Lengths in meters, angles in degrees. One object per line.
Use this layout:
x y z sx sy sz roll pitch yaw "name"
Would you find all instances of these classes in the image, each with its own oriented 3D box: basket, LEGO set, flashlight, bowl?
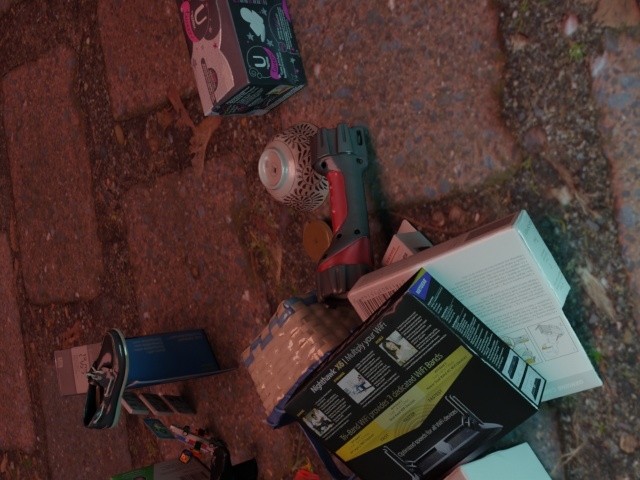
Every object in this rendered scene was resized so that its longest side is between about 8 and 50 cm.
0.023 0.236 1.542 0.255 0.201 0.289 -49 65 37 "basket"
-0.319 0.412 1.981 0.244 0.182 0.060 34 102 41 "LEGO set"
0.030 -0.042 1.522 0.103 0.103 0.304 -32 57 46 "flashlight"
-0.061 -0.133 1.684 0.170 0.080 0.170 7 100 48 "bowl"

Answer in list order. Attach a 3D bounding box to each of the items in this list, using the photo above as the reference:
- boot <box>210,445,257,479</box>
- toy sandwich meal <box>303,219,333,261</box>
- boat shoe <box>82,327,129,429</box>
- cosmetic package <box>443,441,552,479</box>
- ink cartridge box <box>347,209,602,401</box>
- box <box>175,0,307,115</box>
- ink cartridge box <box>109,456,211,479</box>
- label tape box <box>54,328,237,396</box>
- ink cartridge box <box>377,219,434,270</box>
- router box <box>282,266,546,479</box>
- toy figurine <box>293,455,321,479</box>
-0.175 0.468 1.882 0.045 0.099 0.121 26 113 46 "boot"
0.000 0.000 1.671 0.085 0.029 0.085 6 99 44 "toy sandwich meal"
-0.423 0.272 1.791 0.075 0.065 0.206 18 104 45 "boat shoe"
0.259 0.418 1.323 0.183 0.151 0.151 59 135 28 "cosmetic package"
0.225 0.126 1.342 0.296 0.066 0.261 -24 103 34 "ink cartridge box"
-0.153 -0.373 1.713 0.163 0.142 0.247 -25 75 48 "box"
-0.291 0.595 1.949 0.289 0.211 0.121 28 115 45 "ink cartridge box"
-0.381 0.258 1.982 0.348 0.249 0.115 -18 79 48 "label tape box"
0.150 0.059 1.474 0.180 0.060 0.104 48 130 35 "ink cartridge box"
0.130 0.225 1.336 0.243 0.081 0.309 43 122 -1 "router box"
0.024 0.543 1.585 0.217 0.191 0.362 22 146 8 "toy figurine"
